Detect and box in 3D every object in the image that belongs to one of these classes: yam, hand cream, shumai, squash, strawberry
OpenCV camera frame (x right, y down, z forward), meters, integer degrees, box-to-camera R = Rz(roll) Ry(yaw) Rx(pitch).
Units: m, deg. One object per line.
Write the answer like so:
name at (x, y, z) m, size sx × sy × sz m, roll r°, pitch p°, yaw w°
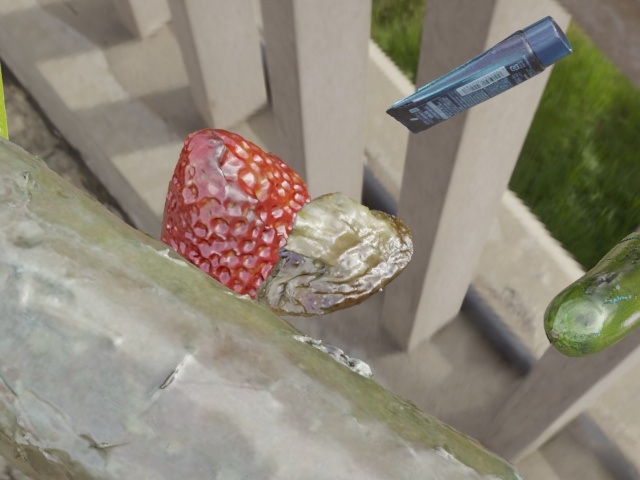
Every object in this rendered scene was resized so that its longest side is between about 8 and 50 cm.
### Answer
yam at (-0.066, 0.039, 0.423) m, size 0.259 × 0.093 × 0.093 m, roll 34°, pitch 77°, yaw 1°
hand cream at (0.231, -0.232, 1.949) m, size 0.270 × 0.120 × 0.061 m, roll -29°, pitch 68°, yaw 18°
shumai at (0.010, 0.004, 1.174) m, size 0.139 × 0.123 × 0.105 m, roll -7°, pitch 106°, yaw -22°
squash at (0.336, 0.050, 1.484) m, size 0.087 × 0.331 × 0.087 m, roll 11°, pitch 112°, yaw 28°
strawberry at (-0.109, -0.042, 1.623) m, size 0.205 × 0.244 × 0.205 m, roll -5°, pitch 56°, yaw 8°

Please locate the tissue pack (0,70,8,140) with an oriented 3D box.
tissue pack at (-0.520, -0.188, 1.737) m, size 0.167 × 0.200 × 0.274 m, roll 10°, pitch 50°, yaw -37°
